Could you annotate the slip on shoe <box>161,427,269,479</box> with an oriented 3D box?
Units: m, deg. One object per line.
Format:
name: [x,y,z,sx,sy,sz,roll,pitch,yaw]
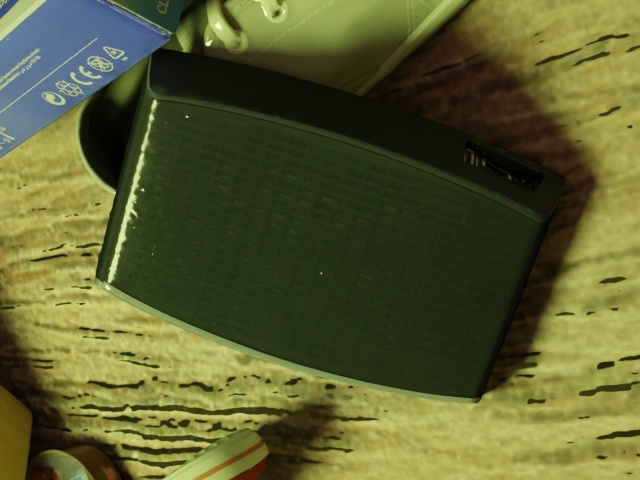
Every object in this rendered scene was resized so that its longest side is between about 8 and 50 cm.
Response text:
slip on shoe: [-0.106,0.257,0.916,0.101,0.123,0.331,40,125,18]

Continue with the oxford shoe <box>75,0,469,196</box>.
oxford shoe: [-0.011,-0.169,0.768,0.169,0.130,0.449,52,123,22]

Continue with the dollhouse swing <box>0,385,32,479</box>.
dollhouse swing: [-0.440,0.262,0.999,0.315,0.305,0.347,41,116,-8]

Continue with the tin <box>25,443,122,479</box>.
tin: [-0.222,0.239,1.051,0.190,0.040,0.106,-38,70,36]

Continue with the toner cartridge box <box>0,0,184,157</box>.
toner cartridge box: [-0.194,-0.160,0.851,0.348,0.075,0.165,-21,52,51]

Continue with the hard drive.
hard drive: [0.000,0.000,0.749,0.255,0.054,0.172,18,111,-1]
